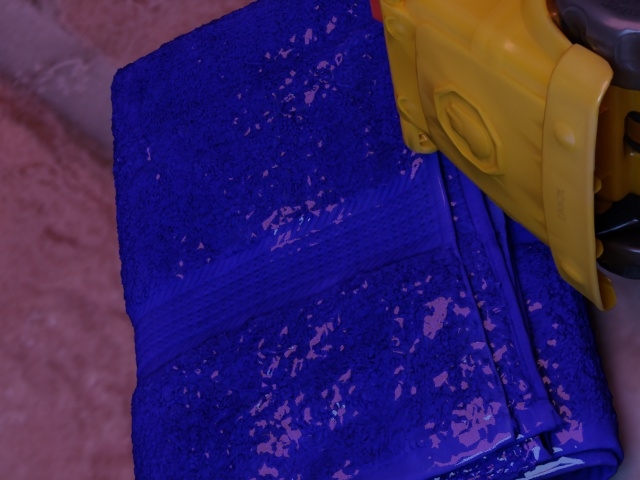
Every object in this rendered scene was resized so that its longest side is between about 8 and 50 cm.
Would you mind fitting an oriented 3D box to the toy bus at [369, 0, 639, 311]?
[{"bbox_3d":[0.122,-0.112,0.712,0.220,0.149,0.211,-39,53,-20],"label":"toy bus"}]

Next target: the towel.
[{"bbox_3d":[0.000,0.000,0.790,0.228,0.076,0.308,-21,54,17],"label":"towel"}]
